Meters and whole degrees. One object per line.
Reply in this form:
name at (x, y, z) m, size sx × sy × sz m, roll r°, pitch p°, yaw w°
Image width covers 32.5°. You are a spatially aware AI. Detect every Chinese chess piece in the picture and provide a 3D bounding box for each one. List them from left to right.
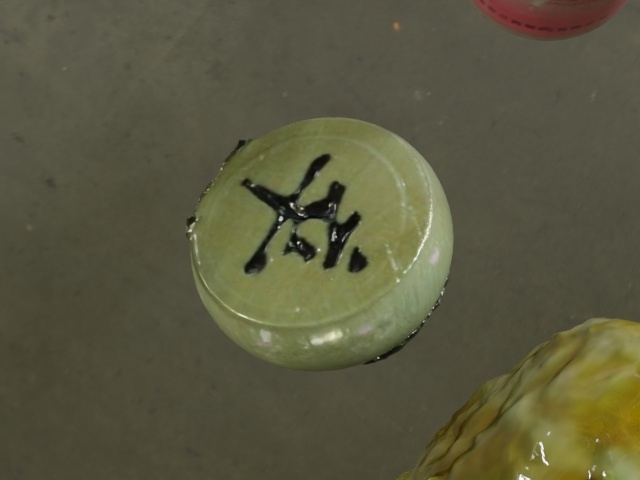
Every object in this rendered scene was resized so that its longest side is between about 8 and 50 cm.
Chinese chess piece at (0.000, 0.000, 0.783) m, size 0.188 × 0.188 × 0.083 m, roll 5°, pitch 150°, yaw 21°

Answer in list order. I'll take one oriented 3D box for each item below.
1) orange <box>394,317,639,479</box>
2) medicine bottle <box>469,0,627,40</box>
orange at (0.105, 0.215, 0.411) m, size 0.271 × 0.210 × 0.369 m, roll 41°, pitch 146°, yaw 30°
medicine bottle at (0.156, -0.224, 0.691) m, size 0.147 × 0.247 × 0.147 m, roll -1°, pitch 84°, yaw 5°
